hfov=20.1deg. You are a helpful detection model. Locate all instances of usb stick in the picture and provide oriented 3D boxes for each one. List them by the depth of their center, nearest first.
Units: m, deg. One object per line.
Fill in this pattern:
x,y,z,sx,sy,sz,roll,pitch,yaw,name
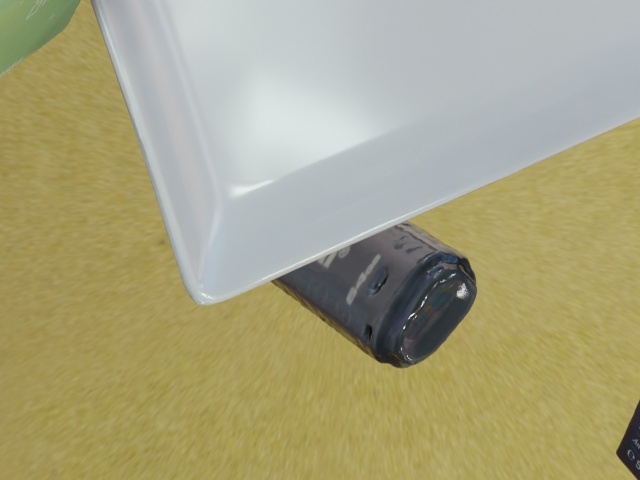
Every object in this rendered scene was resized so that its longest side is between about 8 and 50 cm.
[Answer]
0.000,0.000,1.076,0.077,0.278,0.045,-50,122,-4,usb stick

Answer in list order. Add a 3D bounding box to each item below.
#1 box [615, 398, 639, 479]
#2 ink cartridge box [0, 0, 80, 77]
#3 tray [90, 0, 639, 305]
0.424,0.154,1.454,0.182,0.294,0.296,-15,48,-30,box
-0.167,-0.086,0.293,0.235,0.171,0.056,39,132,1,ink cartridge box
0.044,-0.092,0.662,0.270,0.030,0.145,-23,105,-24,tray
